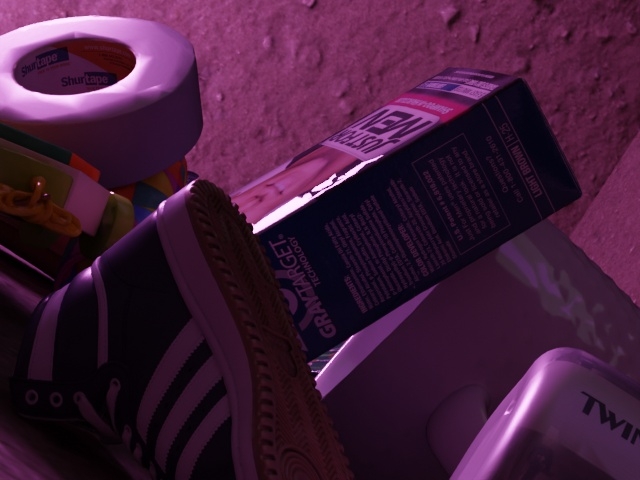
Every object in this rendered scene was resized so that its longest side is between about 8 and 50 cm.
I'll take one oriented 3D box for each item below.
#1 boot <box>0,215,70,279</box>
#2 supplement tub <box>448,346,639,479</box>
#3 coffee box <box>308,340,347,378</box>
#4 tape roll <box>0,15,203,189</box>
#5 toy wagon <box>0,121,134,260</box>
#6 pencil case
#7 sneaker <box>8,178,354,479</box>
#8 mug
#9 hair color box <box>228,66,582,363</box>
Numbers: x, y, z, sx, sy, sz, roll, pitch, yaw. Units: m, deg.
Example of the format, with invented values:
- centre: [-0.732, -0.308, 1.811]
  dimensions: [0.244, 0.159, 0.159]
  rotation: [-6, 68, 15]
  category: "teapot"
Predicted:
- centre: [-0.277, -0.020, 1.422]
  dimensions: [0.269, 0.089, 0.236]
  rotation: [32, 13, -17]
  category: "boot"
- centre: [0.202, 0.221, 0.711]
  dimensions: [0.338, 0.207, 0.207]
  rotation: [32, 0, 7]
  category: "supplement tub"
- centre: [0.030, 0.135, 1.497]
  dimensions: [0.113, 0.040, 0.184]
  rotation: [-3, 5, 38]
  category: "coffee box"
- centre: [-0.219, -0.128, 1.320]
  dimensions: [0.219, 0.219, 0.072]
  rotation: [33, -42, 41]
  category: "tape roll"
- centre: [-0.267, -0.056, 1.077]
  dimensions: [0.267, 0.068, 0.344]
  rotation: [23, -8, -35]
  category: "toy wagon"
- centre: [-0.174, -0.012, 1.299]
  dimensions: [0.104, 0.104, 0.236]
  rotation: [33, 28, -16]
  category: "pencil case"
- centre: [-0.079, 0.115, 0.804]
  dimensions: [0.099, 0.153, 0.282]
  rotation: [37, 28, -52]
  category: "sneaker"
- centre: [0.175, 0.173, 1.150]
  dimensions: [0.328, 0.276, 0.374]
  rotation: [44, 11, -1]
  category: "mug"
- centre: [0.000, 0.000, 1.083]
  dimensions: [0.105, 0.347, 0.174]
  rotation: [61, -7, -14]
  category: "hair color box"
